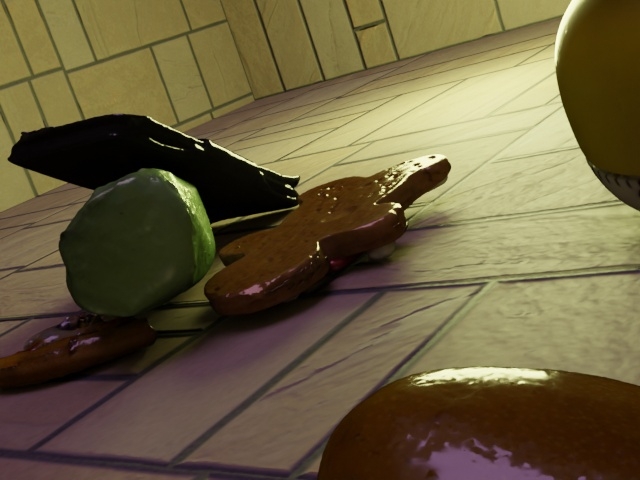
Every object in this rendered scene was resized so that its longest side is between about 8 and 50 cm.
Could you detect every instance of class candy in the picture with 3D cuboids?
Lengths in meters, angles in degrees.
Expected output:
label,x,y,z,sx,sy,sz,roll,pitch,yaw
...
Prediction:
label,x,y,z,sx,sy,sz,roll,pitch,yaw
candy,-0.182,-0.002,0.938,0.142,0.132,0.343,-11,3,-5

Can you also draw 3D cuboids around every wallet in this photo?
label,x,y,z,sx,sy,sz,roll,pitch,yaw
wallet,-0.187,-0.082,1.153,0.197,0.051,0.377,-11,-15,30

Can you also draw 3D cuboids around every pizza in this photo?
label,x,y,z,sx,sy,sz,roll,pitch,yaw
pizza,-0.224,0.090,0.917,0.184,0.036,0.176,-13,15,23

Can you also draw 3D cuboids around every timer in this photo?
label,x,y,z,sx,sy,sz,roll,pitch,yaw
timer,0.290,-0.177,0.688,0.285,0.285,0.285,-18,14,4

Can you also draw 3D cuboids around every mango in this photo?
label,x,y,z,sx,sy,sz,roll,pitch,yaw
mango,0.099,0.102,0.309,0.227,0.099,0.136,4,21,40

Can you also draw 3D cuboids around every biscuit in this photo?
label,x,y,z,sx,sy,sz,roll,pitch,yaw
biscuit,0.000,0.000,0.948,0.215,0.047,0.340,-14,16,29
